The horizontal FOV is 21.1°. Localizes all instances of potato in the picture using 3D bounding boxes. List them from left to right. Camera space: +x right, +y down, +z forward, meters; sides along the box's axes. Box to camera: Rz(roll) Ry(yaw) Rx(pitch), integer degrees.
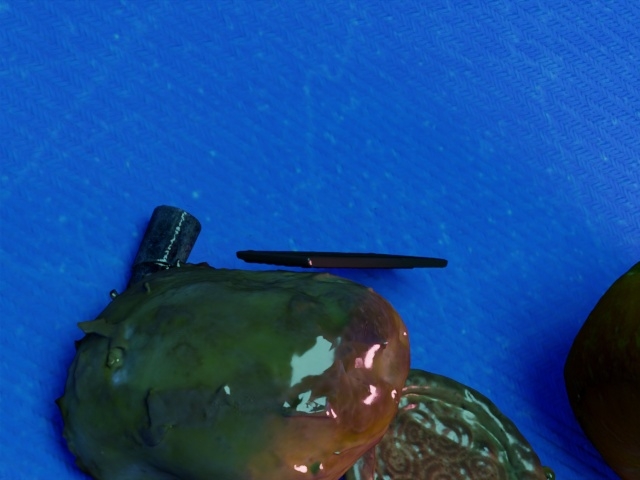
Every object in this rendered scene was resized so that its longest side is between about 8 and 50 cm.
[{"bbox_3d":[-0.057,0.137,1.624,0.301,0.237,0.289,51,57,-16],"label":"potato"}]

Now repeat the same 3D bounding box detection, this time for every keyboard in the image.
[{"bbox_3d":[-0.002,0.013,1.732,0.381,0.103,0.041,13,83,-56],"label":"keyboard"}]

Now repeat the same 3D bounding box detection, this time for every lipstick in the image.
[{"bbox_3d":[-0.187,0.074,1.724,0.053,0.053,0.234,30,62,-16],"label":"lipstick"}]

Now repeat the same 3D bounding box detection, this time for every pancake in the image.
[{"bbox_3d":[0.130,0.255,1.825,0.250,0.031,0.250,12,60,-22],"label":"pancake"}]

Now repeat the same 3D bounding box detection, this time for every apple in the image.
[{"bbox_3d":[0.467,0.127,1.880,0.384,0.374,0.374,43,54,-27],"label":"apple"}]

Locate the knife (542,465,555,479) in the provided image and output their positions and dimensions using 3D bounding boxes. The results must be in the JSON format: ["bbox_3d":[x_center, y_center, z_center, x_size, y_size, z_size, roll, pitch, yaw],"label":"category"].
[{"bbox_3d":[0.192,0.337,1.840,0.046,0.022,0.256,49,55,-8],"label":"knife"}]
